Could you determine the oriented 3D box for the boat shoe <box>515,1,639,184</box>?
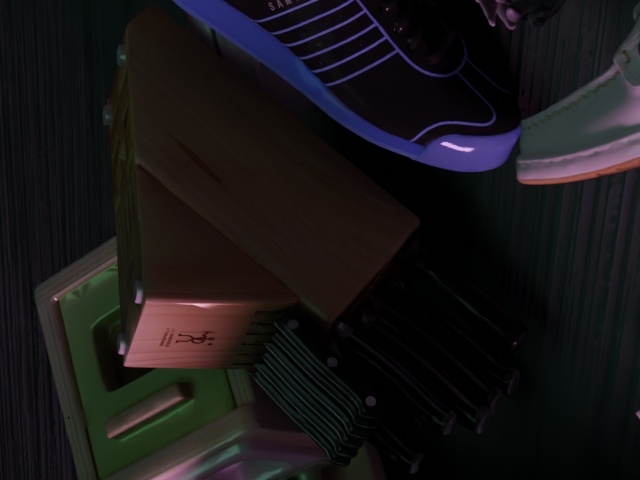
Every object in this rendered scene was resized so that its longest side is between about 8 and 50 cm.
[{"bbox_3d":[0.191,-0.098,0.715,0.277,0.098,0.096,-23,87,45],"label":"boat shoe"}]

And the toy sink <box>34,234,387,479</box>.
[{"bbox_3d":[-0.073,0.109,1.035,0.153,0.131,0.234,-30,64,27],"label":"toy sink"}]

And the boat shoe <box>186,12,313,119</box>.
[{"bbox_3d":[-0.015,-0.189,0.943,0.088,0.096,0.267,28,119,49],"label":"boat shoe"}]

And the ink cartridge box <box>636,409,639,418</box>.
[{"bbox_3d":[0.201,0.098,0.845,0.083,0.028,0.048,59,143,16],"label":"ink cartridge box"}]

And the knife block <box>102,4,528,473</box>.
[{"bbox_3d":[0.000,0.000,0.955,0.088,0.242,0.275,118,149,-56],"label":"knife block"}]

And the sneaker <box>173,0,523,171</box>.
[{"bbox_3d":[0.020,-0.126,0.870,0.232,0.081,0.090,30,134,-4],"label":"sneaker"}]

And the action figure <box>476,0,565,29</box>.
[{"bbox_3d":[0.104,-0.209,0.772,0.185,0.099,0.285,60,148,-2],"label":"action figure"}]
